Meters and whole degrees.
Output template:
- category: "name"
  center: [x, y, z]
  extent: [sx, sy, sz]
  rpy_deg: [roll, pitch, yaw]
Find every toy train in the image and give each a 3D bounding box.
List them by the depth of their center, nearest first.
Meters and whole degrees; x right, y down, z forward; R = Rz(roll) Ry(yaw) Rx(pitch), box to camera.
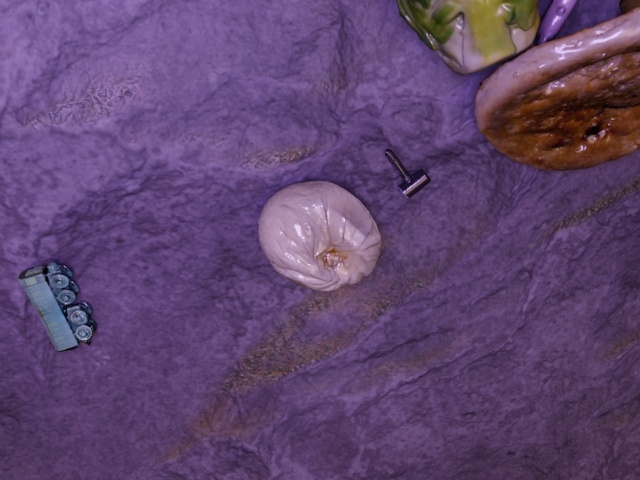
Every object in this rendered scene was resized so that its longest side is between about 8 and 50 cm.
- category: "toy train"
  center: [-0.384, 0.099, 0.944]
  extent: [0.071, 0.038, 0.148]
  rpy_deg: [-15, 117, -1]

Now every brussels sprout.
- category: "brussels sprout"
  center: [0.177, -0.317, 0.771]
  extent: [0.161, 0.223, 0.223]
  rpy_deg: [-36, 117, -7]

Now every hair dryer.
- category: "hair dryer"
  center: [0.125, -0.107, 0.961]
  extent: [0.047, 0.026, 0.083]
  rpy_deg: [-39, 109, 6]

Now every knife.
- category: "knife"
  center: [0.388, -0.434, 0.813]
  extent: [0.038, 0.132, 0.398]
  rpy_deg: [30, 114, 7]

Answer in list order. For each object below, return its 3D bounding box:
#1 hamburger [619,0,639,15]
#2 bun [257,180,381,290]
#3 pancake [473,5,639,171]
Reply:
- category: "hamburger"
  center: [0.530, -0.379, 0.794]
  extent: [0.276, 0.276, 0.236]
  rpy_deg: [12, 92, -16]
- category: "bun"
  center: [0.000, 0.000, 0.935]
  extent: [0.164, 0.111, 0.188]
  rpy_deg: [-41, 113, 5]
- category: "pancake"
  center: [0.391, -0.193, 0.853]
  extent: [0.356, 0.065, 0.356]
  rpy_deg: [-6, 158, -3]
